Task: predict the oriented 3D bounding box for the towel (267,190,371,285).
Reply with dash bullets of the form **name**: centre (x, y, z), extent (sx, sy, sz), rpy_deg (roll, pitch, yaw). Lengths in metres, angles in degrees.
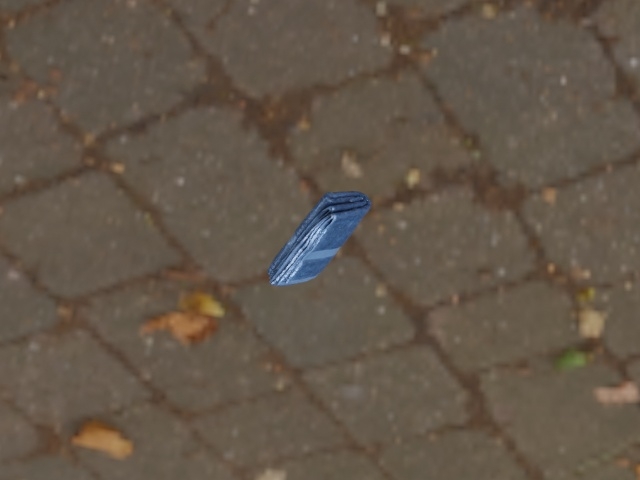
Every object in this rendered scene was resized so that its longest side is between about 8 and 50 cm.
- **towel**: centre (0.000, 0.000, 1.867), extent (0.067, 0.029, 0.119), rpy_deg (-8, 144, -46)
